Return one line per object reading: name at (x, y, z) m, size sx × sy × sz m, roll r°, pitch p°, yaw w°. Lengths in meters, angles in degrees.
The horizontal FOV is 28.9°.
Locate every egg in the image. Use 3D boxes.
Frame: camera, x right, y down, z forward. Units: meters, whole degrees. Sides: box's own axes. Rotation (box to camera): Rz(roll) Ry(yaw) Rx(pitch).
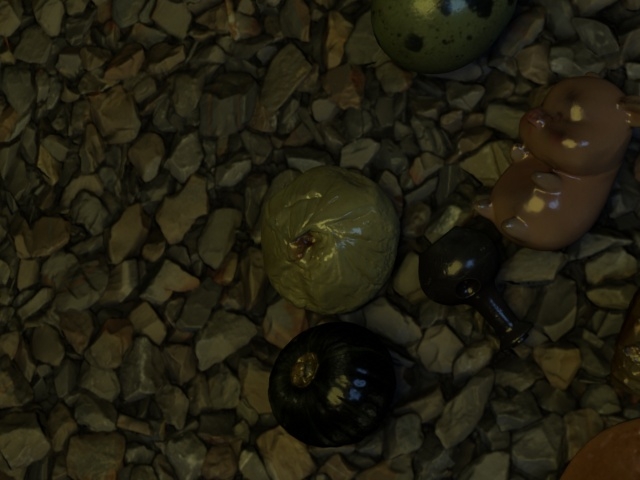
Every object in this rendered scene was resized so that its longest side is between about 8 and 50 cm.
egg at (0.179, -0.331, 1.723) m, size 0.228 × 0.177 × 0.177 m, roll -29°, pitch 74°, yaw 5°

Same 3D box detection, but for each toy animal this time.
toy animal at (0.325, -0.102, 1.648) m, size 0.166 × 0.154 × 0.250 m, roll 42°, pitch 109°, yaw 44°

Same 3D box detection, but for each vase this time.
vase at (0.219, 0.070, 1.713) m, size 0.120 × 0.120 × 0.183 m, roll -40°, pitch 89°, yaw 16°

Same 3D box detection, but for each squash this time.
squash at (0.016, 0.206, 1.754) m, size 0.193 × 0.156 × 0.193 m, roll -12°, pitch 50°, yaw 15°

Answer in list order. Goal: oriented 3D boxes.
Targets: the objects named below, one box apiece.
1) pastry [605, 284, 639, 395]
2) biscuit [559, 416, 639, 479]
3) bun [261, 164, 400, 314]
pastry at (0.432, 0.114, 1.556) m, size 0.100 × 0.229 × 0.218 m, roll 21°, pitch 56°, yaw 20°
biscuit at (0.436, 0.450, 1.576) m, size 0.349 × 0.078 × 0.455 m, roll -1°, pitch 90°, yaw 33°
bun at (0.000, 0.000, 1.795) m, size 0.220 × 0.134 × 0.220 m, roll 0°, pitch 90°, yaw 24°
